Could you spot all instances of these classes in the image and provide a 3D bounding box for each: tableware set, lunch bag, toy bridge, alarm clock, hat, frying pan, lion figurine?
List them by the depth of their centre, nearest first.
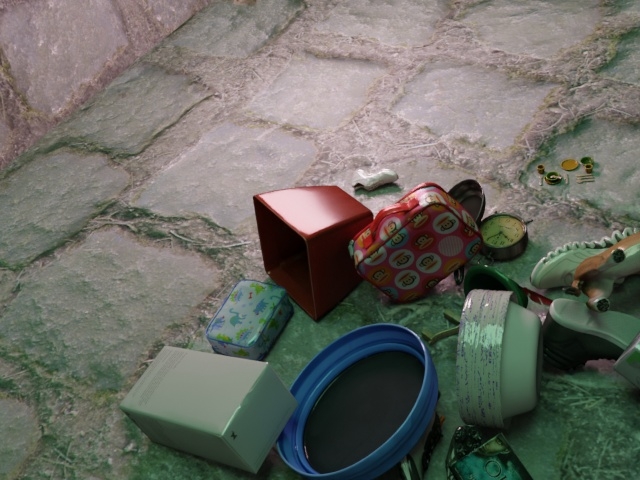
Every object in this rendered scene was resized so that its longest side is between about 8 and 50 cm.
[{"bbox_3d":[0.676,0.043,1.610,0.392,0.142,0.240,-16,1,-2],"label":"lion figurine"},{"bbox_3d":[0.471,0.120,1.754,0.183,0.208,0.173,-26,0,-31],"label":"hat"},{"bbox_3d":[0.327,0.191,1.795,0.188,0.026,0.063,-39,46,-21],"label":"toy bridge"},{"bbox_3d":[0.222,0.003,1.810,0.293,0.258,0.120,-39,37,21],"label":"lunch bag"},{"bbox_3d":[0.463,0.004,1.913,0.129,0.064,0.192,18,51,34],"label":"alarm clock"},{"bbox_3d":[0.384,-0.037,1.924,0.197,0.053,0.326,-53,27,21],"label":"frying pan"},{"bbox_3d":[-0.187,0.207,1.928,0.176,0.090,0.219,9,49,27],"label":"lunch bag"},{"bbox_3d":[0.688,-0.201,2.072,0.154,0.024,0.104,-4,44,18],"label":"tableware set"}]

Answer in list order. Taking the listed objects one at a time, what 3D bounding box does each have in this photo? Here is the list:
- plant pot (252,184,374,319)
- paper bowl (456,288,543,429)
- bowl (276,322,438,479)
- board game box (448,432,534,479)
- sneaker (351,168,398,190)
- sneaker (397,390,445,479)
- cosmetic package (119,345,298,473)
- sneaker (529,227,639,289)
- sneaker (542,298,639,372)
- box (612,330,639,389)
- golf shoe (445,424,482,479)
[{"bbox_3d":[0.000,0.000,1.969,0.236,0.267,0.267,-25,41,-24],"label":"plant pot"},{"bbox_3d":[0.378,0.246,1.526,0.148,0.284,0.284,2,46,21],"label":"paper bowl"},{"bbox_3d":[0.079,0.353,1.591,0.391,0.077,0.391,-31,28,18],"label":"bowl"},{"bbox_3d":[0.351,0.483,1.416,0.126,0.026,0.186,-30,72,-11],"label":"board game box"},{"bbox_3d":[0.164,-0.179,2.236,0.152,0.054,0.061,-2,54,28],"label":"sneaker"},{"bbox_3d":[0.210,0.414,1.555,0.108,0.100,0.271,-4,44,10],"label":"sneaker"},{"bbox_3d":[-0.259,0.373,1.676,0.365,0.155,0.197,3,46,41],"label":"cosmetic package"},{"bbox_3d":[0.647,0.064,1.755,0.292,0.110,0.118,-18,52,1],"label":"sneaker"},{"bbox_3d":[0.605,0.231,1.601,0.296,0.147,0.104,19,42,-4],"label":"sneaker"},{"bbox_3d":[0.760,0.239,1.449,0.262,0.127,0.231,40,66,19],"label":"box"},{"bbox_3d":[0.289,0.476,1.486,0.077,0.094,0.198,12,71,1],"label":"golf shoe"}]
